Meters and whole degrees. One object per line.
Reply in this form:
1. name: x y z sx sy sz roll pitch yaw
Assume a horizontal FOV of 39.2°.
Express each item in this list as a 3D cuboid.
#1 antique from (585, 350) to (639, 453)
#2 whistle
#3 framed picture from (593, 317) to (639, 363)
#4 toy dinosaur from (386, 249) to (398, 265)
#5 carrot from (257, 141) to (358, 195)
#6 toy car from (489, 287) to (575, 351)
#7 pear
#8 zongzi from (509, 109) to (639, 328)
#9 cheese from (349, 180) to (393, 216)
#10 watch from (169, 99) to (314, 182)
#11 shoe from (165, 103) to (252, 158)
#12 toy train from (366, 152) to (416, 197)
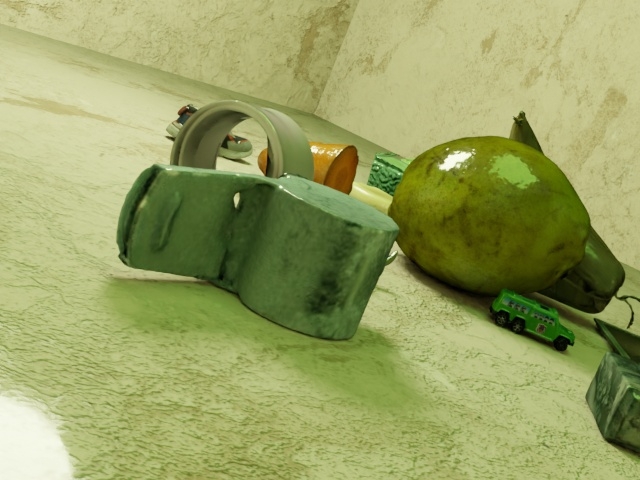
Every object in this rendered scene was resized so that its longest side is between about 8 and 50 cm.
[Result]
1. antique: 0.451 0.237 1.299 0.086 0.088 0.183 22 12 4
2. whistle: -0.073 -0.002 1.211 0.404 0.168 0.188 19 13 -19
3. framed picture: 0.698 0.249 1.861 0.231 0.018 0.293 23 12 1
4. toy dinosaur: 0.000 0.000 1.595 0.247 0.075 0.188 10 8 -24
5. carrot: -0.040 -0.169 2.087 0.225 0.159 0.159 19 9 28
6. toy car: 0.394 0.145 1.658 0.165 0.063 0.071 24 11 6
7. pear: 0.335 -0.050 1.815 0.413 0.352 0.352 16 10 18
8. zongzi: 0.559 -0.025 1.969 0.447 0.418 0.181 26 32 30
9. cheese: 0.183 -0.080 2.310 0.255 0.050 0.127 30 14 28
10. watch: -0.098 -0.088 1.387 0.244 0.231 0.196 21 7 23
11. shoe: -0.262 -0.281 2.214 0.227 0.126 0.099 13 12 -32
12. toy train: 0.252 -0.134 2.438 0.188 0.159 0.271 -4 27 -44
